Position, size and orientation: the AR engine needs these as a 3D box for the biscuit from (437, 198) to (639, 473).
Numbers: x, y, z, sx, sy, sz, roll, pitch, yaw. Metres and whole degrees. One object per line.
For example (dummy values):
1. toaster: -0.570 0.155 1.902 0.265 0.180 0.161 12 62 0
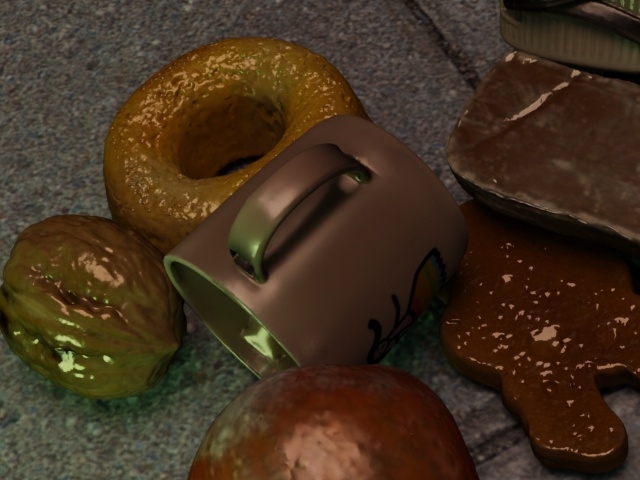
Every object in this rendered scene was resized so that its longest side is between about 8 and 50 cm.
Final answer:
1. biscuit: 0.200 0.071 1.529 0.186 0.044 0.295 -27 52 -11

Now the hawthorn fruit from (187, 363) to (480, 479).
1. hawthorn fruit: 0.016 0.222 1.361 0.231 0.235 0.263 -18 88 23

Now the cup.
1. cup: 0.000 0.000 1.469 0.191 0.253 0.200 38 75 24

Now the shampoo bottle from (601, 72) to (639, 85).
1. shampoo bottle: 0.399 -0.096 1.578 0.309 0.071 0.098 17 37 26

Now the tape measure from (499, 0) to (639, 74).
1. tape measure: 0.305 -0.236 1.628 0.271 0.133 0.231 13 28 19

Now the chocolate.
1. chocolate: 0.242 -0.059 1.553 0.254 0.080 0.157 20 62 25

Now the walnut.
1. walnut: -0.198 0.060 1.572 0.184 0.155 0.155 26 64 30

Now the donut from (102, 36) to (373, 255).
1. donut: -0.078 -0.080 1.668 0.277 0.108 0.277 -7 53 9
